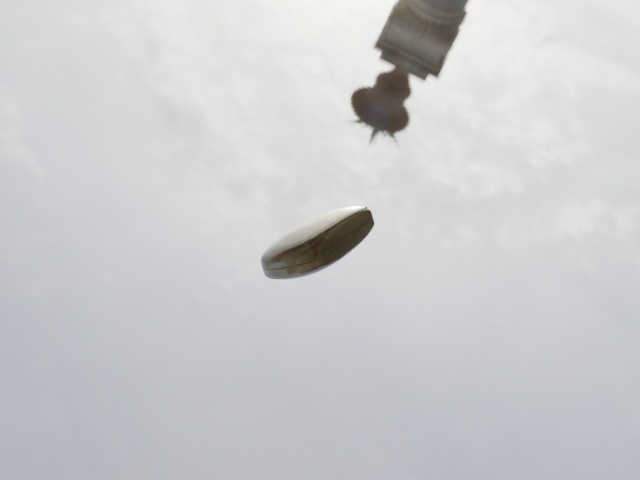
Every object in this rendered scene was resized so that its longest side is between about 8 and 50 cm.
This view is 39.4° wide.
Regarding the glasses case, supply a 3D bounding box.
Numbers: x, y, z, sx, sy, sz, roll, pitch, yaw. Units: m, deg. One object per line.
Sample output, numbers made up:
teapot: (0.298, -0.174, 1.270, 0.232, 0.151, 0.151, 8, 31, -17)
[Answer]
glasses case: (0.000, 0.000, 1.069, 0.204, 0.081, 0.051, -37, -67, -60)
